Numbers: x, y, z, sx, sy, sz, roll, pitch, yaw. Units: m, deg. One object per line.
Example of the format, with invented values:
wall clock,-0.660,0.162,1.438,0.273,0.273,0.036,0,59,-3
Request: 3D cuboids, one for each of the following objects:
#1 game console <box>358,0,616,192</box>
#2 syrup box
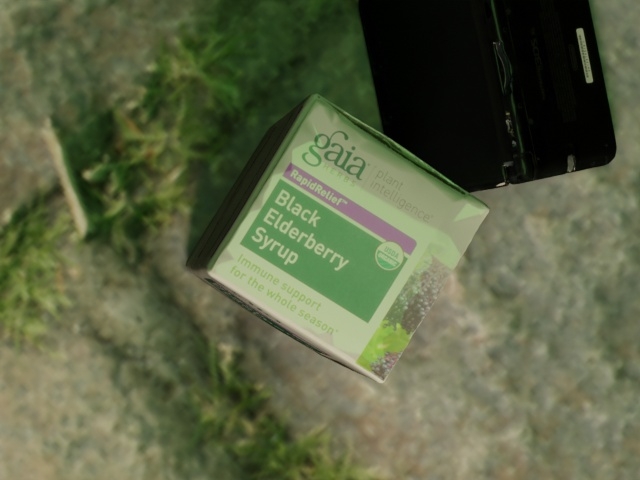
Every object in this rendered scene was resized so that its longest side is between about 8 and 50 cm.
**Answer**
game console,0.092,-0.090,1.079,0.107,0.071,0.122,-13,92,-35
syrup box,0.000,0.000,0.958,0.093,0.237,0.096,32,87,-5
